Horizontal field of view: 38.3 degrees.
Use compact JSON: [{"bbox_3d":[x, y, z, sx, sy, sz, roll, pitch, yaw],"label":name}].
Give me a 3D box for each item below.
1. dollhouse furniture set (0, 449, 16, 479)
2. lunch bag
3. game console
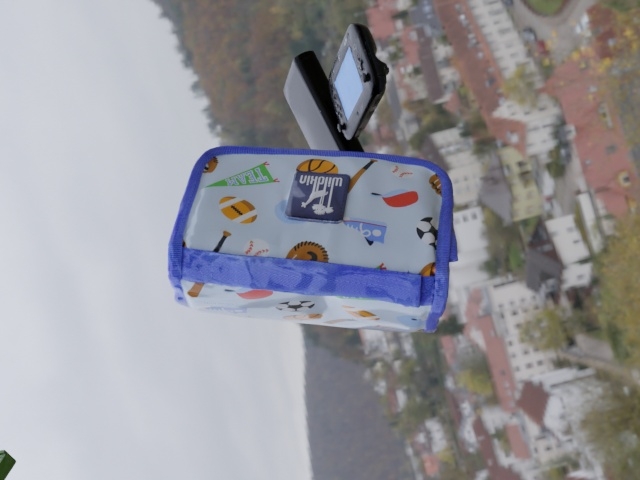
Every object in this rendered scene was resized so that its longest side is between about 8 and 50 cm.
[{"bbox_3d":[-0.312,0.154,0.719,0.152,0.076,0.058,51,-140,-28],"label":"dollhouse furniture set"},{"bbox_3d":[0.000,0.000,1.178,0.385,0.328,0.239,-61,-23,-79],"label":"lunch bag"},{"bbox_3d":[0.026,-0.206,1.343,0.213,0.044,0.361,64,164,10],"label":"game console"}]
